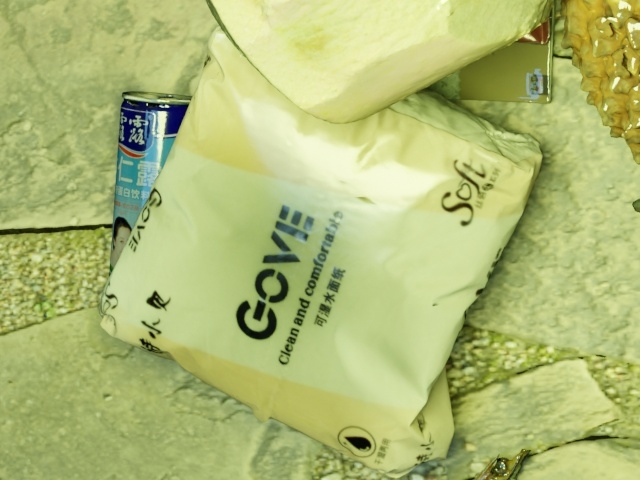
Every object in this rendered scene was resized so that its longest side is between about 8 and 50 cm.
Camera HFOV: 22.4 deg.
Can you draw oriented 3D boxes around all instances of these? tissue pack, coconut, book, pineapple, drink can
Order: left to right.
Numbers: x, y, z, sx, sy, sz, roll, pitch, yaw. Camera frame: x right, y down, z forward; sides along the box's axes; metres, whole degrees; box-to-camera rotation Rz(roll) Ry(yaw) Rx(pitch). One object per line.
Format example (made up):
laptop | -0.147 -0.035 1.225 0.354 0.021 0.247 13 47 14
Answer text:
drink can | -0.177 -0.039 1.746 0.097 0.097 0.235 10 99 22
tissue pack | 0.000 0.000 1.603 0.390 0.195 0.375 23 106 10
coconut | 0.032 -0.264 1.417 0.309 0.297 0.297 -26 86 29
book | 0.139 -0.210 1.630 0.199 0.016 0.138 5 98 23
pineapple | 0.352 -0.110 1.464 0.223 0.223 0.357 -11 110 24

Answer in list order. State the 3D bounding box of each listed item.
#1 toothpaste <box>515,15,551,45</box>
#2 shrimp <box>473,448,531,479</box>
toothpaste | 0.113 -0.217 1.612 0.239 0.039 0.062 -2 89 22
shrimp | 0.178 0.295 1.661 0.099 0.041 0.180 26 105 18
